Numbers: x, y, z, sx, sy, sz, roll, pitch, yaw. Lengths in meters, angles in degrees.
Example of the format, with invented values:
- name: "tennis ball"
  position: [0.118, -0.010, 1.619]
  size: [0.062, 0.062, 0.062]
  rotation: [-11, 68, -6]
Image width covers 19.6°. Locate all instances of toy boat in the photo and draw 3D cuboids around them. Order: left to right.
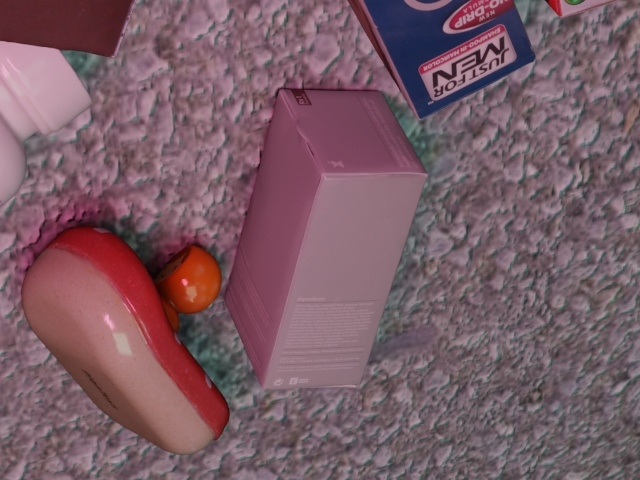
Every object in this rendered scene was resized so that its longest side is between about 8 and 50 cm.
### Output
- name: "toy boat"
  position: [-0.143, 0.065, 1.577]
  size: [0.151, 0.151, 0.231]
  rotation: [-51, 138, -19]

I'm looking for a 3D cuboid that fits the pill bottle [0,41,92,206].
- name: "pill bottle"
  position: [-0.320, -0.061, 1.332]
  size: [0.301, 0.169, 0.169]
  rotation: [-36, 135, -5]

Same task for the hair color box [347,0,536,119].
- name: "hair color box"
  position: [0.030, -0.268, 1.311]
  size: [0.105, 0.174, 0.347]
  rotation: [-28, 134, 3]

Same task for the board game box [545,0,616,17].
- name: "board game box"
  position: [0.129, -0.326, 1.251]
  size: [0.053, 0.193, 0.305]
  rotation: [-18, 122, -6]

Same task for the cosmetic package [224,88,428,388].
- name: "cosmetic package"
  position: [0.000, 0.000, 1.569]
  size: [0.107, 0.127, 0.238]
  rotation: [1, 130, -24]

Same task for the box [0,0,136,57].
- name: "box"
  position: [-0.224, -0.244, 1.225]
  size: [0.203, 0.168, 0.167]
  rotation: [6, 125, -27]
